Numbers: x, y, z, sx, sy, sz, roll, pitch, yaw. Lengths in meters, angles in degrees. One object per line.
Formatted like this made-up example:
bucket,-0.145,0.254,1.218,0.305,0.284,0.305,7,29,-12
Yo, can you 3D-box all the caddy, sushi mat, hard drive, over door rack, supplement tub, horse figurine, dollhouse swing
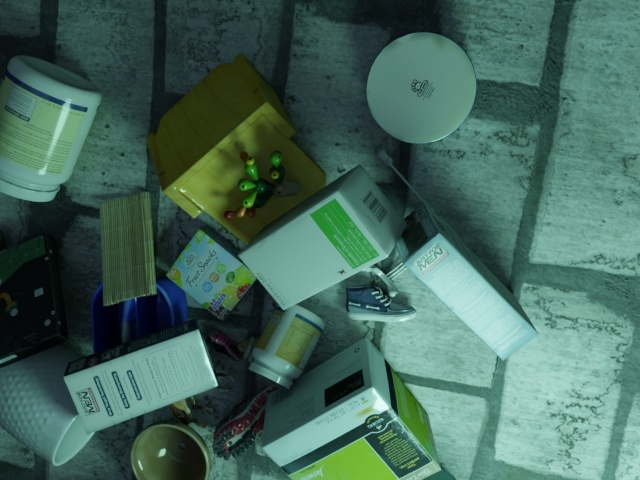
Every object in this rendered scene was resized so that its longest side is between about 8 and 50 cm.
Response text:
caddy,-0.503,0.244,1.748,0.241,0.179,0.341,3,102,10
sushi mat,-0.522,0.016,1.700,0.151,0.019,0.316,-16,64,9
hard drive,-0.831,0.164,1.739,0.237,0.064,0.339,-23,60,1
over door rack,0.167,-0.043,1.609,0.239,0.108,0.324,-41,92,14
supplement tub,-0.091,0.275,1.662,0.144,0.144,0.199,27,75,4
horse figurine,-0.360,0.426,1.817,0.174,0.066,0.263,33,102,-3
dollhouse swing,-0.205,-0.224,1.665,0.347,0.305,0.315,-39,51,15
supplement tub,-0.742,-0.290,1.656,0.235,0.235,0.325,29,104,4

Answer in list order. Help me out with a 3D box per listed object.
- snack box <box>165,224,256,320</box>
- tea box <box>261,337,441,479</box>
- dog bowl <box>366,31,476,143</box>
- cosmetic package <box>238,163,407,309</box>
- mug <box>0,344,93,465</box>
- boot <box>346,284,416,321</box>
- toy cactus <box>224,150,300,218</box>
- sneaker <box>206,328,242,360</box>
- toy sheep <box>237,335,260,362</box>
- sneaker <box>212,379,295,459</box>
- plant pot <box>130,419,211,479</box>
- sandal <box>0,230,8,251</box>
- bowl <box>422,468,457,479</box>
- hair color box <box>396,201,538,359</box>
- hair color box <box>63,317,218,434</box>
snack box,-0.292,0.089,1.736,0.207,0.070,0.174,38,105,3
tea box,0.078,0.492,1.632,0.329,0.220,0.323,-32,110,13
dog bowl,0.244,-0.367,1.532,0.265,0.104,0.265,2,101,9
cosmetic package,0.000,0.000,1.522,0.365,0.155,0.197,-33,102,38
mug,-0.805,0.460,1.818,0.328,0.276,0.374,31,133,6
boot,0.158,0.164,1.669,0.190,0.069,0.086,-1,104,12
toy cactus,-0.134,-0.135,1.541,0.112,0.180,0.219,50,125,35
sneaker,-0.275,0.305,1.794,0.119,0.047,0.057,40,124,2
toy sheep,-0.168,0.310,1.752,0.132,0.091,0.091,19,104,-8
sneaker,-0.185,0.483,1.779,0.299,0.112,0.121,-35,110,2
plant pot,-0.423,0.623,1.842,0.237,0.110,0.237,2,101,9
sandal,-0.955,0.041,1.866,0.067,0.040,0.179,17,118,12
bowl,0.279,0.730,1.694,0.311,0.163,0.311,2,113,4
hair color box,0.342,0.097,1.509,0.113,0.185,0.374,-41,110,15
hair color box,-0.459,0.347,1.635,0.347,0.105,0.174,-19,105,-11
